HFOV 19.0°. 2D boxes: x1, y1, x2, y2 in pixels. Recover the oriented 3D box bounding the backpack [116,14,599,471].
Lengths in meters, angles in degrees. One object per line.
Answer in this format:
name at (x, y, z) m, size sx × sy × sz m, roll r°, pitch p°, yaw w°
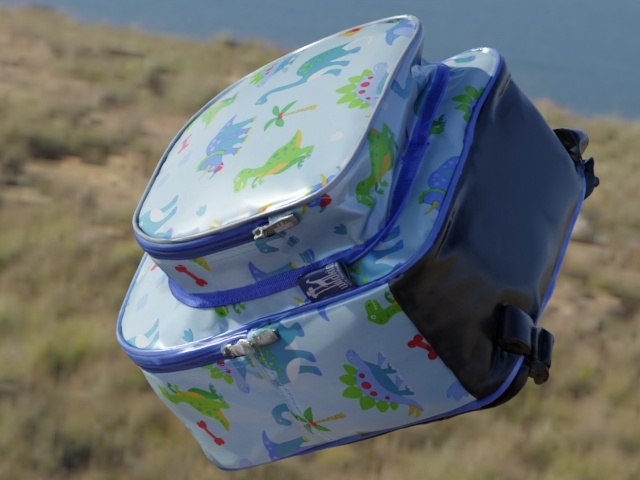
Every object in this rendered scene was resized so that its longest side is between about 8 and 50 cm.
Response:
backpack at (0.000, 0.000, 0.504) m, size 0.114 × 0.084 × 0.105 m, roll -24°, pitch 27°, yaw 33°
